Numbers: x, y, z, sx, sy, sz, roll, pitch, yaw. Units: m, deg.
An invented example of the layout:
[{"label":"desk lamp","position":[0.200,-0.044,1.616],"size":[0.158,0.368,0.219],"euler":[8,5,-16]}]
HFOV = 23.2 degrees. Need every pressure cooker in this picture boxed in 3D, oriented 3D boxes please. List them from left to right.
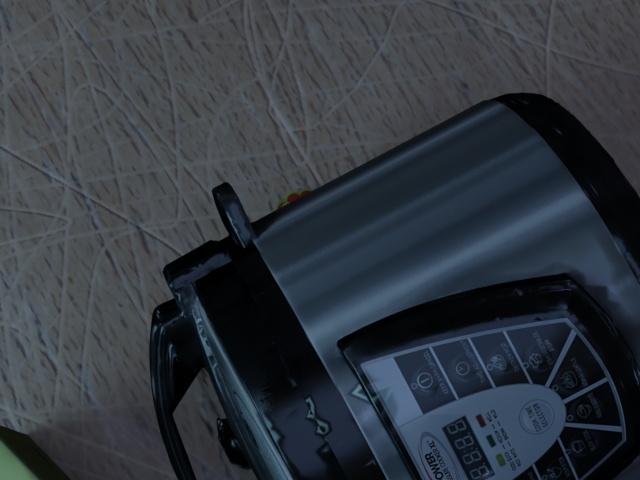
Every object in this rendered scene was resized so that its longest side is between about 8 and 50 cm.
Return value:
[{"label":"pressure cooker","position":[0.079,0.121,1.300],"size":[0.420,0.375,0.370],"euler":[-27,55,-4]}]

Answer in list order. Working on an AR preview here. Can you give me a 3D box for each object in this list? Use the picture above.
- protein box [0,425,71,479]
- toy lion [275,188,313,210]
[{"label":"protein box","position":[-0.256,0.277,1.349],"size":[0.200,0.201,0.136],"euler":[44,83,8]},{"label":"toy lion","position":[0.000,0.000,1.489],"size":[0.100,0.034,0.096],"euler":[15,72,3]}]
